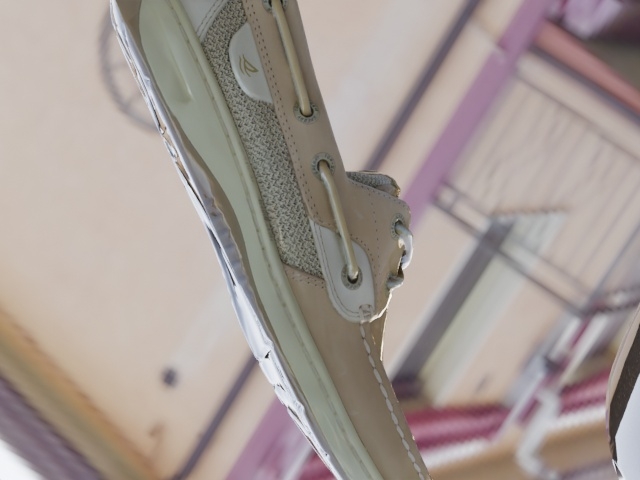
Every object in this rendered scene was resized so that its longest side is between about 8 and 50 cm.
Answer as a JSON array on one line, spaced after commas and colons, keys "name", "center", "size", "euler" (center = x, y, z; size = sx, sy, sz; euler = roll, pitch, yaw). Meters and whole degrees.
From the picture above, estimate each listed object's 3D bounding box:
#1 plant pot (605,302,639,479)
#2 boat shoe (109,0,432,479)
[{"name": "plant pot", "center": [0.190, 0.034, 0.576], "size": [0.215, 0.230, 0.215], "euler": [7, -110, -19]}, {"name": "boat shoe", "center": [0.000, 0.000, 1.038], "size": [0.341, 0.110, 0.121], "euler": [66, 171, -10]}]
